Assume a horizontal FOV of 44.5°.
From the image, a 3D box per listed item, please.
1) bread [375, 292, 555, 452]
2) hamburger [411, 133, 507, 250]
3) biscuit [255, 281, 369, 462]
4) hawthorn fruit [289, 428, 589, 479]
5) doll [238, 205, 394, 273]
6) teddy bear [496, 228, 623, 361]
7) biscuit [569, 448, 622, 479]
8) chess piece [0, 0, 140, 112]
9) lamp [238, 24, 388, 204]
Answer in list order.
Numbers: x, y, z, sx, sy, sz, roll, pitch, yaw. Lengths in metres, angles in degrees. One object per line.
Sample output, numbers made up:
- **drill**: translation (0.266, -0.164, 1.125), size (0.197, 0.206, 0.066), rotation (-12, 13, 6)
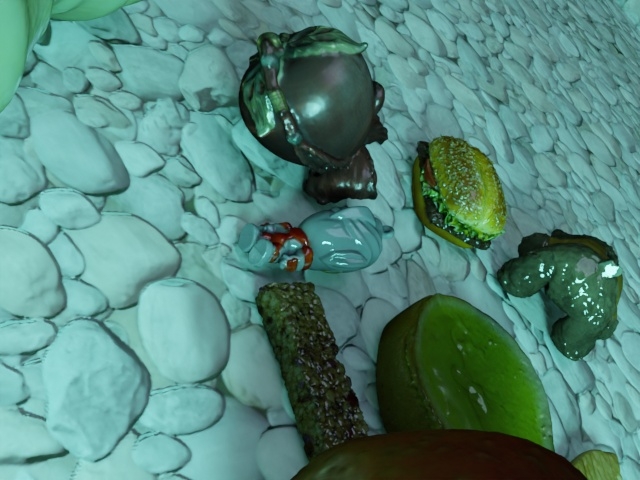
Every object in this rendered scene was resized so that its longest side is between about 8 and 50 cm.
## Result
- **bread**: translation (0.155, 0.168, 0.815), size (0.236, 0.070, 0.236), rotation (28, 40, -27)
- **hamburger**: translation (0.192, -0.070, 1.047), size (0.137, 0.087, 0.166), rotation (25, 43, -29)
- **biscuit**: translation (-0.005, 0.127, 0.718), size (0.064, 0.034, 0.199), rotation (6, 54, -44)
- **hawthorn fruit**: translation (0.107, 0.258, 0.525), size (0.275, 0.299, 0.275), rotation (22, 62, -51)
- **doll**: translation (0.000, 0.000, 0.810), size (0.180, 0.079, 0.094), rotation (-5, 37, -33)
- **teddy bear**: translation (0.352, 0.050, 1.074), size (0.177, 0.140, 0.190), rotation (48, 28, 4)
- **biscuit**: translation (0.314, 0.336, 0.856), size (0.144, 0.033, 0.224), rotation (18, 46, -32)
- **chess piece**: translation (-0.268, -0.233, 0.638), size (0.234, 0.234, 0.442), rotation (42, 32, -9)
- **lamp**: translation (-0.009, -0.154, 0.890), size (0.223, 0.151, 0.215), rotation (76, 22, -44)
